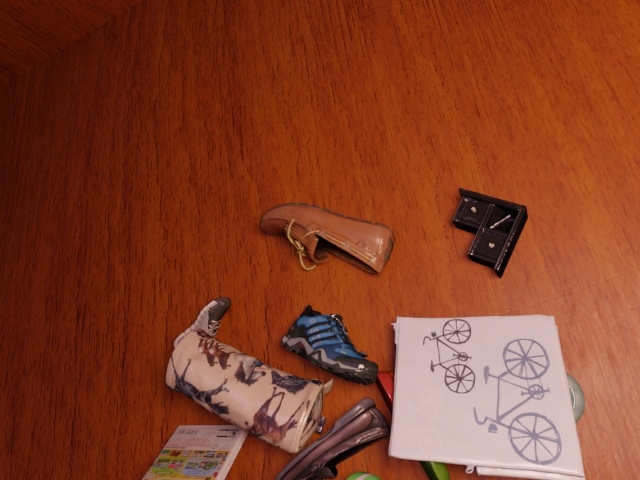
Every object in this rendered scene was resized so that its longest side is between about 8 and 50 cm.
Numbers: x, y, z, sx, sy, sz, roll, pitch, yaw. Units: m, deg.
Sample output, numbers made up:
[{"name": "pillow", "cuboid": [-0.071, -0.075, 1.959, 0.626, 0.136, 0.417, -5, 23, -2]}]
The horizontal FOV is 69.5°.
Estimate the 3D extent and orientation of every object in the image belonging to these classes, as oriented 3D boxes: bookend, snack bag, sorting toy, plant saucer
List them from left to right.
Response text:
[{"name": "sorting toy", "cuboid": [0.248, 0.400, 0.940, 0.126, 0.127, 0.365, -25, 49, -9]}, {"name": "snack bag", "cuboid": [0.305, 0.292, 0.911, 0.343, 0.037, 0.323, -4, 48, 17]}, {"name": "bookend", "cuboid": [0.366, -0.020, 1.057, 0.157, 0.072, 0.156, 23, 84, 32]}, {"name": "plant saucer", "cuboid": [0.459, 0.313, 0.918, 0.119, 0.021, 0.119, -9, 69, 24]}]

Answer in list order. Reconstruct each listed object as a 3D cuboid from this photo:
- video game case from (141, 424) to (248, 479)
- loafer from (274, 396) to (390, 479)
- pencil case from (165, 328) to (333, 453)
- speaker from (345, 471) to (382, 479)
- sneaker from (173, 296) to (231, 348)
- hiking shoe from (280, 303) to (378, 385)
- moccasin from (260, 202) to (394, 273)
[{"name": "video game case", "cuboid": [-0.315, 0.547, 1.144, 0.227, 0.026, 0.206, -10, 24, 23]}, {"name": "loafer", "cuboid": [0.024, 0.483, 1.030, 0.302, 0.109, 0.095, -43, 63, 3]}, {"name": "pencil case", "cuboid": [-0.182, 0.348, 1.114, 0.410, 0.183, 0.159, 18, 122, 22]}, {"name": "speaker", "cuboid": [0.160, 0.560, 0.869, 0.297, 0.131, 0.131, 9, 75, 52]}, {"name": "sneaker", "cuboid": [-0.305, 0.272, 1.292, 0.228, 0.086, 0.132, -47, 63, 16]}, {"name": "hiking shoe", "cuboid": [0.023, 0.234, 1.079, 0.304, 0.113, 0.132, 12, 70, 49]}, {"name": "moccasin", "cuboid": [0.001, 0.001, 1.207, 0.380, 0.139, 0.147, 17, 71, 21]}]
